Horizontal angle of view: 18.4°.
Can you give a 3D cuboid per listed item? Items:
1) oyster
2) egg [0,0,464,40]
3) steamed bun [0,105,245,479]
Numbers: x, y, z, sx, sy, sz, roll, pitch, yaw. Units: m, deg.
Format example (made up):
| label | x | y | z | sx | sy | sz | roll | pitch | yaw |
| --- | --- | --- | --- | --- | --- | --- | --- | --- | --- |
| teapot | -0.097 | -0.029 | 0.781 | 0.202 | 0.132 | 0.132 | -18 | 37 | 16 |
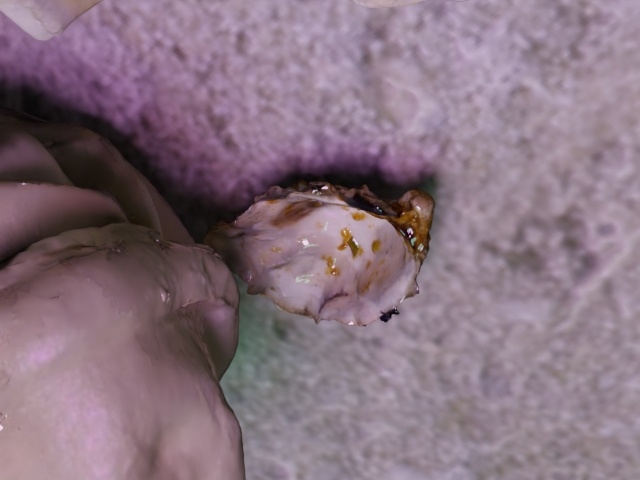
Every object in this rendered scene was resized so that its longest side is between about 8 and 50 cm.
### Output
| label | x | y | z | sx | sy | sz | roll | pitch | yaw |
| --- | --- | --- | --- | --- | --- | --- | --- | --- | --- |
| oyster | 0.010 | 0.000 | 1.071 | 0.148 | 0.051 | 0.103 | -5 | 136 | 43 |
| egg | -0.049 | -0.197 | 0.849 | 0.271 | 0.162 | 0.206 | -8 | 98 | -18 |
| steamed bun | -0.207 | 0.042 | 1.010 | 0.339 | 0.352 | 0.247 | -1 | 106 | 2 |
